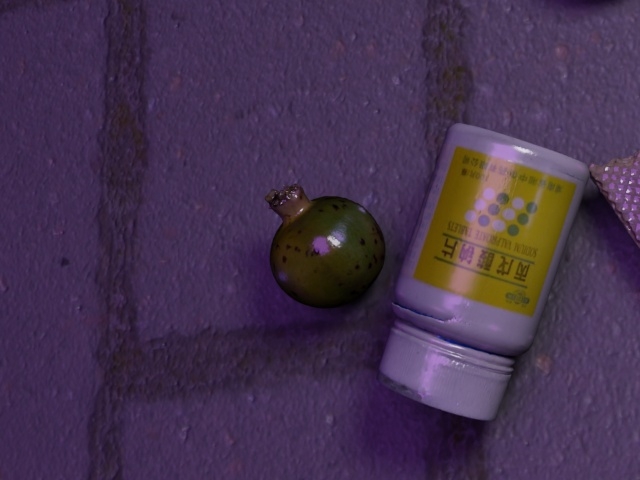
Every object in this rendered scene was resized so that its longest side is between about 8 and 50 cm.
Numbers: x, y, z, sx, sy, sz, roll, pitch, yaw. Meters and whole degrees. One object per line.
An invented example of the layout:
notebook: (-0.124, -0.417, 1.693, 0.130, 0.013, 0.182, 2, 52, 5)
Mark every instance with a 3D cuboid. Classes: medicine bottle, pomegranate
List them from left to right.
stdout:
pomegranate: (0.006, 0.004, 1.463, 0.130, 0.130, 0.130, -7, 73, 24)
medicine bottle: (0.148, 0.029, 1.371, 0.143, 0.143, 0.258, 21, 95, 29)

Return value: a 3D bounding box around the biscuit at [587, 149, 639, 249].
biscuit: (0.349, -0.004, 1.341, 0.108, 0.062, 0.239, -34, 65, 11)
